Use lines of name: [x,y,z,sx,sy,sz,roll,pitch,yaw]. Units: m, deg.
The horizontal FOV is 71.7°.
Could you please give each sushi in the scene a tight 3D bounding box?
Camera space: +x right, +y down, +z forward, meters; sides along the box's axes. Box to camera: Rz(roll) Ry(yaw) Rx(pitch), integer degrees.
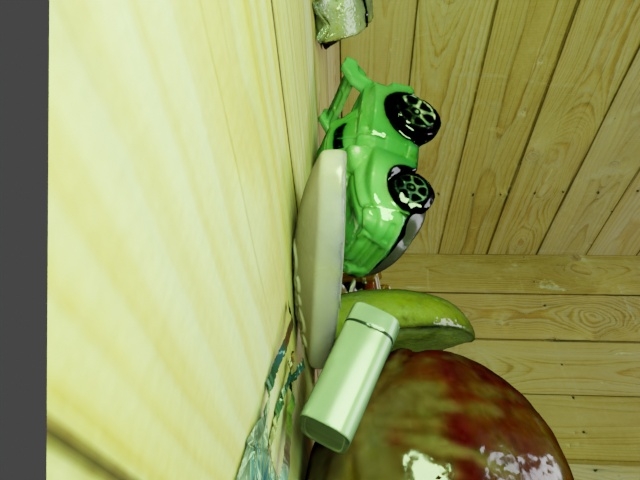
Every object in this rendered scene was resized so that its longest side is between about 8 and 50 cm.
sushi: [0.050,-0.446,0.850,0.273,0.109,0.134,-77,166,-69]

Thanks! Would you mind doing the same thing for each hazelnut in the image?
hazelnut: [0.146,0.375,0.618,0.402,0.402,0.429,86,22,-49]

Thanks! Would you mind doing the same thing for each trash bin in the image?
trash bin: [0.031,0.149,0.478,0.130,0.059,0.116,-60,164,-30]

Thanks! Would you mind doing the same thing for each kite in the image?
kite: [-0.038,0.164,0.344,0.310,0.015,0.169,-82,171,-57]

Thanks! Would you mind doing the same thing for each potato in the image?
potato: [0.120,0.146,0.747,0.269,0.255,0.112,84,-5,-60]

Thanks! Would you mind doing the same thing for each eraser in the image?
eraser: [-0.001,0.000,0.522,0.204,0.059,0.243,-84,177,-46]

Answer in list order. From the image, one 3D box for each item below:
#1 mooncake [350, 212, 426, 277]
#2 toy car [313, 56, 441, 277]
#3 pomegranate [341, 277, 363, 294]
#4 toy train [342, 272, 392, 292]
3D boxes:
mooncake: [0.109,-0.042,0.971,0.133,0.245,0.245,46,27,-25]
toy car: [0.071,-0.125,0.748,0.213,0.176,0.359,124,-17,-54]
pomegranate: [0.063,0.187,0.971,0.131,0.152,0.191,49,20,-75]
toy train: [0.110,0.263,1.227,0.231,0.163,0.369,-14,94,-62]
